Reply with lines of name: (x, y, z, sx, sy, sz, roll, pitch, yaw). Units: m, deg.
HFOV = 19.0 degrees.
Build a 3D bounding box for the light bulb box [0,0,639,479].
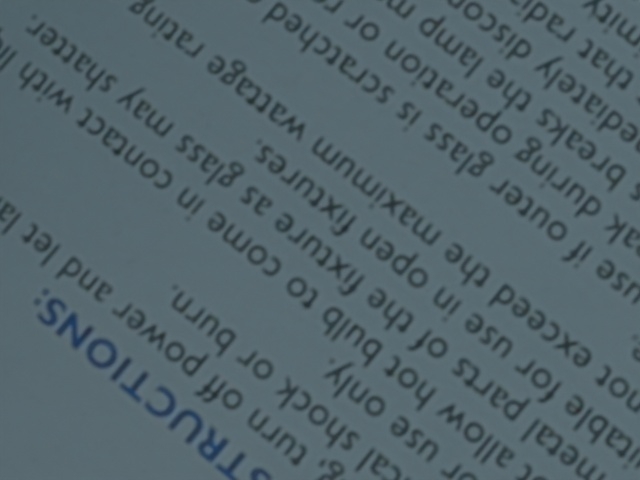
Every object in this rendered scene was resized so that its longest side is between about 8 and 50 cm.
light bulb box: (0.037, -0.007, 0.557, 0.361, 0.225, 0.358, -50, 169, -8)
